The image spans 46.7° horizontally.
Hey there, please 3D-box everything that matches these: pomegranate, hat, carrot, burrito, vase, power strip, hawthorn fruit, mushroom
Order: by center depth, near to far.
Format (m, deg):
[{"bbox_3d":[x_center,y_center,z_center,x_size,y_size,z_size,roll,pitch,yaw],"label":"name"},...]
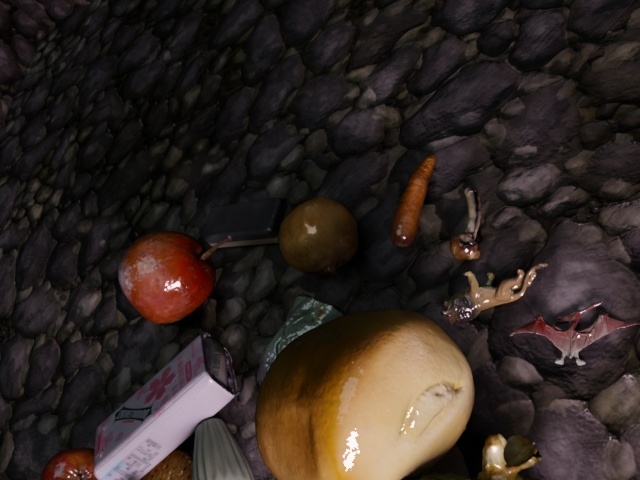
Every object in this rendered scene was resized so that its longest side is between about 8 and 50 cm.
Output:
[{"bbox_3d":[0.174,0.405,1.280,0.175,0.085,0.147,-37,45,11],"label":"hat"},{"bbox_3d":[0.303,-0.033,1.514,0.060,0.061,0.187,0,48,24],"label":"mushroom"},{"bbox_3d":[-0.207,0.471,1.526,0.128,0.128,0.248,-42,34,8],"label":"vase"},{"bbox_3d":[-0.055,0.226,1.595,0.143,0.089,0.229,17,71,47],"label":"burrito"},{"bbox_3d":[0.206,-0.094,1.630,0.059,0.059,0.248,1,59,40],"label":"carrot"},{"bbox_3d":[0.000,0.000,1.651,0.196,0.196,0.196,-21,50,27],"label":"pomegranate"},{"bbox_3d":[-0.601,0.575,1.767,0.203,0.162,0.163,-23,46,49],"label":"hawthorn fruit"},{"bbox_3d":[-0.370,0.095,1.857,0.235,0.262,0.232,144,134,-80],"label":"hawthorn fruit"},{"bbox_3d":[-0.194,-0.043,1.909,0.256,0.070,0.105,-4,57,36],"label":"power strip"}]

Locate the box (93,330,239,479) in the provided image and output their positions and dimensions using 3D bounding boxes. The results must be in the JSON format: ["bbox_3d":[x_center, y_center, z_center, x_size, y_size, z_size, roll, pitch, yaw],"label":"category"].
[{"bbox_3d":[-0.351,0.387,1.689,0.369,0.112,0.190,-40,29,9],"label":"box"}]

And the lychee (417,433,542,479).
[{"bbox_3d":[0.224,0.459,1.078,0.320,0.269,0.270,-56,40,20],"label":"lychee"}]

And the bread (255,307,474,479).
[{"bbox_3d":[0.062,0.263,1.260,0.348,0.253,0.376,-38,11,-24],"label":"bread"}]

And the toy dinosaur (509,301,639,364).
[{"bbox_3d":[0.436,0.160,1.278,0.220,0.032,0.108,-6,54,25],"label":"toy dinosaur"}]

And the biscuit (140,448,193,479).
[{"bbox_3d":[-0.337,0.555,1.635,0.187,0.027,0.188,-22,48,27],"label":"biscuit"}]

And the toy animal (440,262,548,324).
[{"bbox_3d":[0.326,0.086,1.398,0.219,0.069,0.086,-30,67,26],"label":"toy animal"}]
